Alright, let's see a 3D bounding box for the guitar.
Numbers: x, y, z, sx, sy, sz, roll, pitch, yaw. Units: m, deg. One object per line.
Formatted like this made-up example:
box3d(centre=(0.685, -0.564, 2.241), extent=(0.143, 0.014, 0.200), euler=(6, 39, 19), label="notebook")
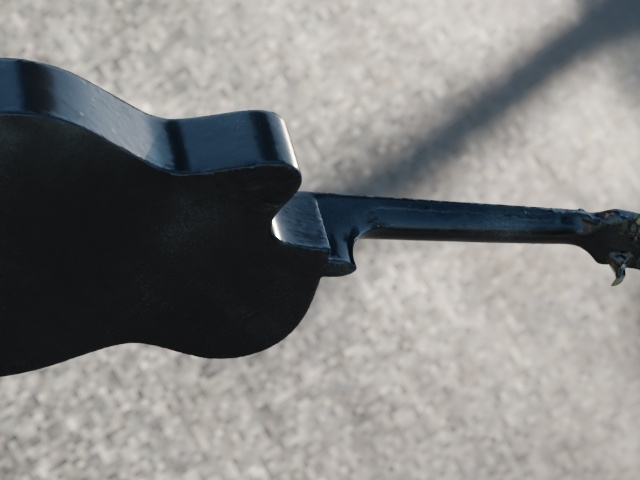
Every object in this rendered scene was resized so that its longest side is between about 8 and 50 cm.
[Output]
box3d(centre=(0.000, 0.000, 0.507), extent=(0.233, 0.088, 0.025), euler=(3, 42, -18), label="guitar")
